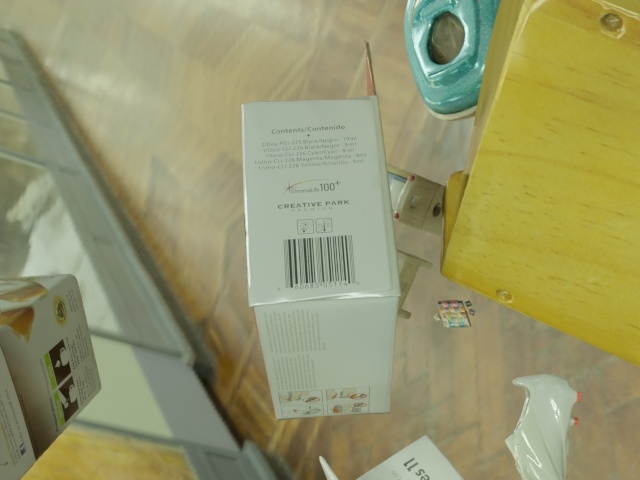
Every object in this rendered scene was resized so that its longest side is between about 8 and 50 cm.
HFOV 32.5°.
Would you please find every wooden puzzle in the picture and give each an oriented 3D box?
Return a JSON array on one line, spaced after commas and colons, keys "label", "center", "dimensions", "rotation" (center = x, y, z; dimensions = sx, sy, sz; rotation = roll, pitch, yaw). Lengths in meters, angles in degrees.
[{"label": "wooden puzzle", "center": [0.221, 0.121, 1.807], "dimensions": [0.083, 0.006, 0.049], "rotation": [-5, 112, 40]}]

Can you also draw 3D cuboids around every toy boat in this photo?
[{"label": "toy boat", "center": [0.234, -0.328, 1.503], "dimensions": [0.318, 0.148, 0.267], "rotation": [-28, 62, 38]}]

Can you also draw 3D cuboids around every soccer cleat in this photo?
[{"label": "soccer cleat", "center": [0.236, 0.242, 1.189], "dimensions": [0.068, 0.076, 0.196], "rotation": [91, -175, -80]}]

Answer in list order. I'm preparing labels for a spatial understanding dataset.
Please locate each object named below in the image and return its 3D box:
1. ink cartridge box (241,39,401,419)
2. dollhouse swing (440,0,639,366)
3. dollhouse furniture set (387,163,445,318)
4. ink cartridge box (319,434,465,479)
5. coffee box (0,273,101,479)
[{"label": "ink cartridge box", "center": [0.000, 0.000, 1.084], "dimensions": [0.309, 0.130, 0.272], "rotation": [86, 180, -62]}, {"label": "dollhouse swing", "center": [0.266, -0.138, 0.934], "dimensions": [0.305, 0.315, 0.347], "rotation": [-56, -16, -36]}, {"label": "dollhouse furniture set", "center": [0.072, -0.010, 1.451], "dimensions": [0.129, 0.129, 0.184], "rotation": [25, 95, 34]}, {"label": "ink cartridge box", "center": [0.134, 0.346, 1.102], "dimensions": [0.119, 0.353, 0.207], "rotation": [-31, 42, -10]}, {"label": "coffee box", "center": [-0.259, 0.109, 0.704], "dimensions": [0.246, 0.141, 0.098], "rotation": [-58, -39, -69]}]
